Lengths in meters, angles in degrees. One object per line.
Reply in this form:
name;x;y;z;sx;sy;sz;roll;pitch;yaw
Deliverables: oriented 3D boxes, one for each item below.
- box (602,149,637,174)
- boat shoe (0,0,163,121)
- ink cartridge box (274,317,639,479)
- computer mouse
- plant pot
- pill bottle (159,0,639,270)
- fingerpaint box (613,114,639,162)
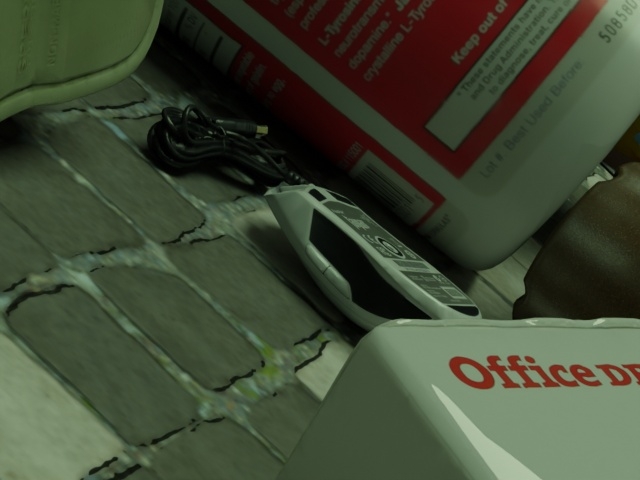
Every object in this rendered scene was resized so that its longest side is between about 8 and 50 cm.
box;0.358;-0.132;1.708;0.168;0.203;0.167;45;19;17
boat shoe;-0.184;-0.108;0.762;0.113;0.127;0.340;14;19;20
ink cartridge box;0.129;0.162;0.662;0.201;0.117;0.278;3;39;-43
computer mouse;0.000;0.000;0.968;0.193;0.042;0.106;41;13;22
plant pot;0.213;0.049;1.091;0.165;0.167;0.167;39;17;23
pill bottle;0.012;-0.189;1.131;0.407;0.229;0.229;39;18;-1
fingerpaint box;0.167;-0.276;1.249;0.371;0.163;0.445;30;-24;24
